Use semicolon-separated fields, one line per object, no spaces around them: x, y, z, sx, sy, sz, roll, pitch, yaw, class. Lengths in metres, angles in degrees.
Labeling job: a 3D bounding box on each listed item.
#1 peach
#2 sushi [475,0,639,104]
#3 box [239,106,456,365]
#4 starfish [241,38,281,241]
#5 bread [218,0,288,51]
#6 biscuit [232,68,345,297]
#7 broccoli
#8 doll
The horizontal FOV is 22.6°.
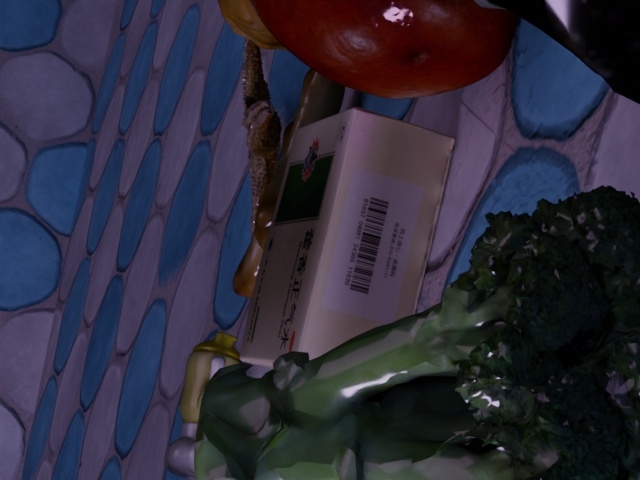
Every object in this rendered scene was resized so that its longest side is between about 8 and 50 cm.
0.041;-0.215;1.204;0.199;0.243;0.243;-43;26;15;peach
0.183;-0.235;0.618;0.285;0.328;0.329;-42;33;43;sushi
0.020;0.011;1.321;0.168;0.095;0.212;174;111;-70;box
-0.064;-0.109;1.744;0.227;0.043;0.240;-78;-10;-82;starfish
0.006;-0.291;1.547;0.344;0.148;0.195;162;122;-71;bread
-0.028;-0.060;1.557;0.164;0.047;0.208;111;177;-61;biscuit
0.079;0.108;0.735;0.270;0.270;0.270;2;-90;-83;broccoli
-0.121;0.179;1.685;0.106;0.062;0.162;130;154;-73;doll
